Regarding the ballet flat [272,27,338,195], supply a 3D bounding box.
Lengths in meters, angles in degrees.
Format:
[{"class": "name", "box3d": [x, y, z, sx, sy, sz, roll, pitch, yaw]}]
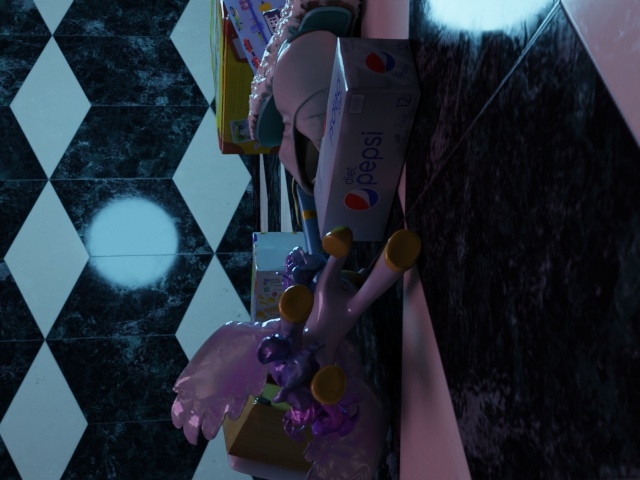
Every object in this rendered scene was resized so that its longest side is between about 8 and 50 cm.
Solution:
[{"class": "ballet flat", "box3d": [0.001, -0.190, 1.451, 0.400, 0.139, 0.139, 98, 168, -68]}]

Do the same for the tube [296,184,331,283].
[{"class": "tube", "box3d": [0.000, 0.000, 1.611, 0.052, 0.080, 0.207, -20, 72, 47]}]

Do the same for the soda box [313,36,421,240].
[{"class": "soda box", "box3d": [0.053, -0.121, 1.139, 0.286, 0.091, 0.098, 100, 166, -52]}]

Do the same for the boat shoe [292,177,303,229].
[{"class": "boat shoe", "box3d": [-0.033, -0.099, 1.859, 0.048, 0.056, 0.152, -120, 22, -64]}]

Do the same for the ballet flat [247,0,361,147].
[{"class": "ballet flat", "box3d": [-0.033, -0.315, 1.486, 0.409, 0.147, 0.146, 124, 145, -57]}]

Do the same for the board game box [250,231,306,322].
[{"class": "board game box", "box3d": [-0.071, 0.133, 1.836, 0.142, 0.145, 0.275, -103, 15, -56]}]

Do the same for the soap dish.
[{"class": "soap dish", "box3d": [-0.048, 0.311, 1.492, 0.291, 0.229, 0.118, -148, 73, -80]}]

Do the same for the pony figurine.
[{"class": "pony figurine", "box3d": [-0.007, 0.150, 1.163, 0.350, 0.303, 0.363, -60, -4, -16]}]

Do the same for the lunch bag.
[{"class": "lunch bag", "box3d": [-0.062, -0.415, 1.654, 0.220, 0.138, 0.293, 68, 166, -14]}]

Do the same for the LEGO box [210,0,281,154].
[{"class": "LEGO box", "box3d": [-0.154, -0.496, 2.099, 0.500, 0.193, 0.372, 104, 160, -61]}]
